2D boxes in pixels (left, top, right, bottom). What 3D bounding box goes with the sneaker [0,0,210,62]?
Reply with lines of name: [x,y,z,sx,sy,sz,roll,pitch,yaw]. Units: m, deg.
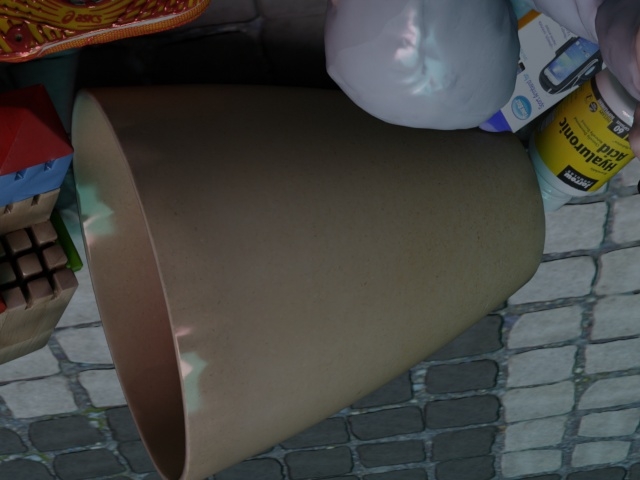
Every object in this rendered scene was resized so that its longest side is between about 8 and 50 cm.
sneaker: [-0.146,-0.134,0.665,0.175,0.064,0.067,-5,180,-4]

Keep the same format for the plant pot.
plant pot: [0.000,0.000,0.763,0.274,0.256,0.256,-14,149,-19]

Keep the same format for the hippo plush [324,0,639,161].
hippo plush: [0.113,-0.167,0.552,0.236,0.294,0.234,6,151,22]

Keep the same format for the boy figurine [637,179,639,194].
boy figurine: [0.301,-0.120,0.696,0.092,0.177,0.285,32,135,12]

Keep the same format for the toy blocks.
toy blocks: [-0.295,0.034,0.672,0.381,0.191,0.261,-21,168,-28]

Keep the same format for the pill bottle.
pill bottle: [0.189,-0.072,0.814,0.065,0.065,0.116,12,142,-26]

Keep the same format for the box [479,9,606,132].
box: [0.146,-0.126,0.724,0.136,0.028,0.081,-34,141,7]
